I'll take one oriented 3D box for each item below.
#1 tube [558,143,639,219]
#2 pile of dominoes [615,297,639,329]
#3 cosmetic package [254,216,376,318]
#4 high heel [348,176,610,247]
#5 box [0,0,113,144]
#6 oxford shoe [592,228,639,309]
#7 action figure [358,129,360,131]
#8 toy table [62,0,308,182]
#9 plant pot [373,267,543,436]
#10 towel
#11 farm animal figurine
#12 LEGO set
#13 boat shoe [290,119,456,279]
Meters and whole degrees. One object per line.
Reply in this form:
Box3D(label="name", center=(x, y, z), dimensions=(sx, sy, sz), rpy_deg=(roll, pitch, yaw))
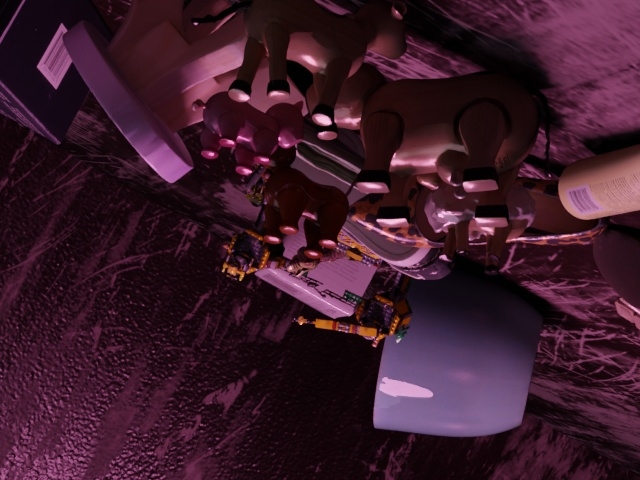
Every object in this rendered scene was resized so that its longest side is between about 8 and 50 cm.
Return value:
Box3D(label="tube", center=(0.306, -0.060, 1.272), dimensions=(0.070, 0.062, 0.240), rpy_deg=(-15, -179, -20))
Box3D(label="pile of dominoes", center=(0.520, 0.135, 1.881), dimensions=(0.251, 0.040, 0.196), rpy_deg=(37, 172, 0))
Box3D(label="cosmetic package", center=(0.013, 0.005, 2.146), dimensions=(0.151, 0.183, 0.151), rpy_deg=(30, 171, -7))
Box3D(label="high heel", center=(0.173, -0.033, 1.497), dimensions=(0.261, 0.093, 0.186), rpy_deg=(-2, -174, -17))
Box3D(label="box", center=(-0.481, -0.313, 1.845), dimensions=(0.312, 0.179, 0.343), rpy_deg=(26, 171, 9))
Box3D(label="oxford shoe", center=(0.398, 0.044, 1.558), dimensions=(0.076, 0.076, 0.212), rpy_deg=(-15, -146, -36))
Box3D(label="action figure", center=(0.103, -0.106, 1.630), dimensions=(0.137, 0.063, 0.232), rpy_deg=(22, 173, 20))
Box3D(label="toy table", center=(-0.141, -0.180, 1.390), dimensions=(0.252, 0.161, 0.274), rpy_deg=(51, -179, -35))
Box3D(label="plant pot", center=(0.233, 0.187, 2.258), dimensions=(0.235, 0.293, 0.293), rpy_deg=(11, 169, 10))
Box3D(label="towel", center=(-0.061, -0.147, 1.629), dimensions=(0.325, 0.038, 0.248), rpy_deg=(39, -172, 37))
Box3D(label="farm animal figurine", center=(0.056, -0.120, 1.285), dimensions=(0.327, 0.172, 0.330), rpy_deg=(8, 154, 4))
Box3D(label="LEGO set", center=(0.000, 0.000, 1.911), dimensions=(0.331, 0.255, 0.192), rpy_deg=(34, -163, 16))
Box3D(label="boat shoe", center=(0.059, -0.048, 1.751), dimensions=(0.091, 0.114, 0.302), rpy_deg=(36, -168, -47))
